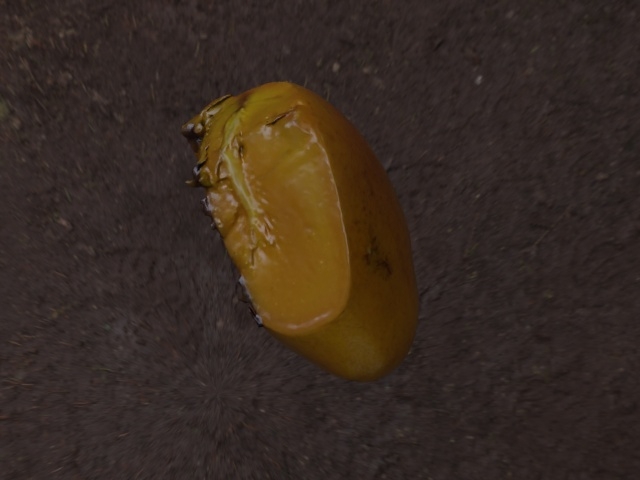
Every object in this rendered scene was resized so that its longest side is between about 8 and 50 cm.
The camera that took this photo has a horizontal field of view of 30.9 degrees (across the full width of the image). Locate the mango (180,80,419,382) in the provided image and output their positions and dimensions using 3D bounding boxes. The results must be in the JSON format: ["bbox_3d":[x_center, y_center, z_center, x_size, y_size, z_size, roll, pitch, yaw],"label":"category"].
[{"bbox_3d":[0.000,0.000,0.870,0.126,0.154,0.252,-21,112,23],"label":"mango"}]
